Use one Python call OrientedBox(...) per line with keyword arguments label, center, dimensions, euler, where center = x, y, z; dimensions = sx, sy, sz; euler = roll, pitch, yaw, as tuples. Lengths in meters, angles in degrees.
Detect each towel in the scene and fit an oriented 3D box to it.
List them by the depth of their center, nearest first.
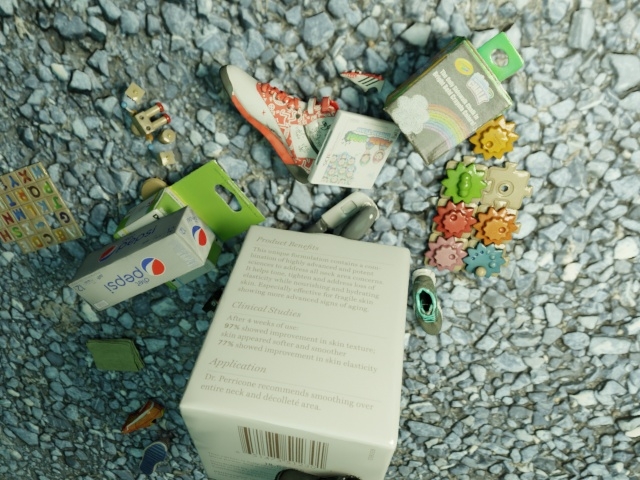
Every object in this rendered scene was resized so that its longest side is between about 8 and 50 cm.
OrientedBox(label="towel", center=(-0.568, 0.316, 1.314), dimensions=(0.148, 0.027, 0.110), euler=(-3, 117, 12))

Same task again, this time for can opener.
OrientedBox(label="can opener", center=(0.000, 0.000, 0.999), dimensions=(0.283, 0.095, 0.076), euler=(-35, 105, 25))

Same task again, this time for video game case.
OrientedBox(label="video game case", center=(0.066, -0.165, 0.890), dimensions=(0.157, 0.019, 0.143), euler=(0, 128, -39))

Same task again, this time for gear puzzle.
OrientedBox(label="gear puzzle", center=(0.318, -0.073, 0.926), dimensions=(0.175, 0.044, 0.339), euler=(10, 118, 7))

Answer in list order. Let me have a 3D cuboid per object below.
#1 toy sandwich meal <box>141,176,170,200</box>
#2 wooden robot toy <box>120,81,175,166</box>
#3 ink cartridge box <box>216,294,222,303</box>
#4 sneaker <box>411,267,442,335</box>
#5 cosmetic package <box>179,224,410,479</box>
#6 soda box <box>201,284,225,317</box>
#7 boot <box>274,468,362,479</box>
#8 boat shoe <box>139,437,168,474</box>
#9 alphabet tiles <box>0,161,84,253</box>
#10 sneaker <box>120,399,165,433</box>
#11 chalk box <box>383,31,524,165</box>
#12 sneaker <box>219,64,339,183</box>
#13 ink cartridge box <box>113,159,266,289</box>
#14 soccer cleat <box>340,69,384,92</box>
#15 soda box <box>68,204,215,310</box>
OrientedBox(label="toy sandwich meal", center=(-0.359, -0.103, 1.060), dimensions=(0.085, 0.029, 0.086), euler=(5, 115, 12))
OrientedBox(label="wooden robot toy", center=(-0.357, -0.235, 0.985), dimensions=(0.079, 0.076, 0.173), euler=(-1, 123, 52))
OrientedBox(label="ink cartridge box", center=(-0.186, 0.114, 1.101), dimensions=(0.062, 0.029, 0.115), euler=(33, 85, -6))
OrientedBox(label="sneaker", center=(0.230, 0.148, 1.038), dimensions=(0.064, 0.076, 0.167), euler=(-11, 114, 17))
OrientedBox(label="cosmetic package", center=(-0.022, 0.233, 0.909), dimensions=(0.329, 0.394, 0.328), euler=(9, 137, 7))
OrientedBox(label="soda box", center=(-0.203, 0.193, 1.158), dimensions=(0.169, 0.060, 0.053), euler=(44, 119, -11))
OrientedBox(label="boot", center=(0.002, 0.385, 0.740), dimensions=(0.099, 0.045, 0.121), euler=(-26, 131, 37))
OrientedBox(label="boat shoe", center=(-0.500, 0.639, 1.440), dimensions=(0.066, 0.066, 0.183), euler=(34, 124, -4))
OrientedBox(label="alphabet tiles", center=(-0.722, -0.069, 1.161), dimensions=(0.237, 0.009, 0.198), euler=(-14, 113, 17))
OrientedBox(label="sneaker", center=(-0.529, 0.535, 1.398), dimensions=(0.175, 0.064, 0.067), euler=(-35, 115, 27))
OrientedBox(label="chalk box", center=(0.231, -0.255, 0.805), dimensions=(0.213, 0.132, 0.132), euler=(-36, 104, 24))
OrientedBox(label="sneaker", center=(-0.054, -0.248, 0.890), dimensions=(0.144, 0.090, 0.270), euler=(-31, 110, 23))
OrientedBox(label="ink cartridge box", center=(-0.277, -0.029, 1.021), dimensions=(0.255, 0.097, 0.189), euler=(-26, 122, 23))
OrientedBox(label="soccer cleat", center=(0.076, -0.294, 0.874), dimensions=(0.083, 0.029, 0.036), euler=(9, 114, 2))
OrientedBox(label="soda box", center=(-0.359, 0.039, 0.955), dimensions=(0.286, 0.098, 0.091), euler=(-23, 124, 19))
